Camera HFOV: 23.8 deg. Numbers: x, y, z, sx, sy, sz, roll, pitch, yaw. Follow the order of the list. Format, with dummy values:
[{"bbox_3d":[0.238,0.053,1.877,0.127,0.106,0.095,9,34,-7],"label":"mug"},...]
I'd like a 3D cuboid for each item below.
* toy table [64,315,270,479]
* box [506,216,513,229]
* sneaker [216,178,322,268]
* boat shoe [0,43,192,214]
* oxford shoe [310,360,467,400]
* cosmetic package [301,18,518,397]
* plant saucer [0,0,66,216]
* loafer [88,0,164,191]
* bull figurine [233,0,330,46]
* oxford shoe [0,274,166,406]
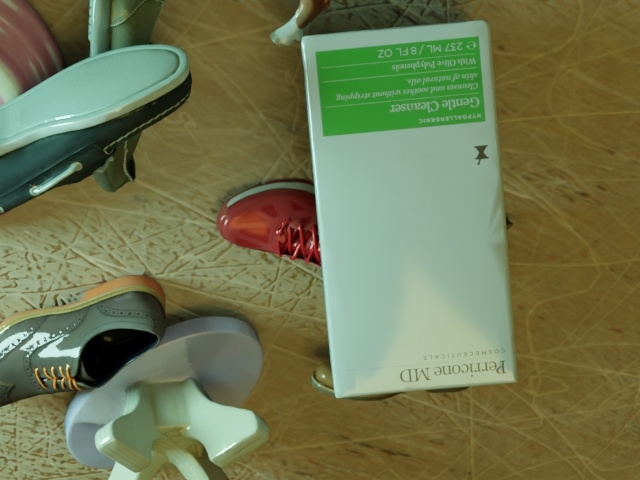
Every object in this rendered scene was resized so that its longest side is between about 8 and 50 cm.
[{"bbox_3d":[-0.177,0.228,1.782,0.252,0.161,0.274,28,119,-36],"label":"toy table"},{"bbox_3d":[0.123,0.044,1.751,0.201,0.021,0.164,-45,166,19],"label":"box"},{"bbox_3d":[0.000,0.000,1.693,0.221,0.128,0.087,-2,124,-12],"label":"sneaker"},{"bbox_3d":[-0.256,-0.101,1.488,0.302,0.114,0.091,-18,127,11],"label":"boat shoe"},{"bbox_3d":[0.088,0.146,1.853,0.212,0.076,0.076,-6,121,-21],"label":"oxford shoe"},{"bbox_3d":[0.091,-0.034,1.568,0.197,0.155,0.366,-7,94,1],"label":"cosmetic package"},{"bbox_3d":[-0.421,-0.129,1.544,0.332,0.084,0.332,-6,125,-8],"label":"plant saucer"},{"bbox_3d":[-0.195,-0.160,1.562,0.087,0.094,0.251,1,124,-7],"label":"loafer"},{"bbox_3d":[-0.098,-0.320,1.470,0.310,0.101,0.188,21,122,-21],"label":"bull figurine"},{"bbox_3d":[-0.302,0.133,1.740,0.271,0.098,0.097,-28,125,8],"label":"oxford shoe"}]
